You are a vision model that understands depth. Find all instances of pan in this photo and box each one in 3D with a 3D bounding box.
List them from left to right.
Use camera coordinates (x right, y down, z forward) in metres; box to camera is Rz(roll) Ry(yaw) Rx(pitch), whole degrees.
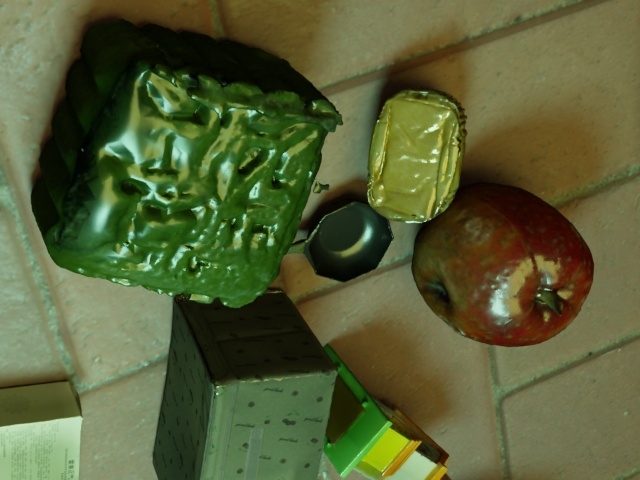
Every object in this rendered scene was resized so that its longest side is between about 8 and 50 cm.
[{"bbox_3d":[0.007,-0.014,1.708,0.202,0.048,0.128,17,108,-33],"label":"pan"}]

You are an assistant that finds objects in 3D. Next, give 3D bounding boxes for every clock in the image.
[{"bbox_3d":[0.099,0.306,1.830,0.106,0.220,0.255,-49,127,5],"label":"clock"}]

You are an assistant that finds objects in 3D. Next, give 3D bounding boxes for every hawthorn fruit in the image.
[{"bbox_3d":[0.269,0.037,1.741,0.258,0.262,0.258,-43,142,-47],"label":"hawthorn fruit"}]

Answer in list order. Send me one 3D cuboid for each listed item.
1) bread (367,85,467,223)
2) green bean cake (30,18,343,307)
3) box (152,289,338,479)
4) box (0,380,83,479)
[{"bbox_3d":[0.136,-0.121,1.655,0.132,0.114,0.190,13,103,8],"label":"bread"},{"bbox_3d":[-0.167,-0.086,1.485,0.335,0.218,0.319,9,114,-27],"label":"green bean cake"},{"bbox_3d":[-0.116,0.255,1.695,0.190,0.225,0.297,-1,119,-24],"label":"box"},{"bbox_3d":[-0.426,0.317,1.667,0.168,0.095,0.212,-3,119,-22],"label":"box"}]
